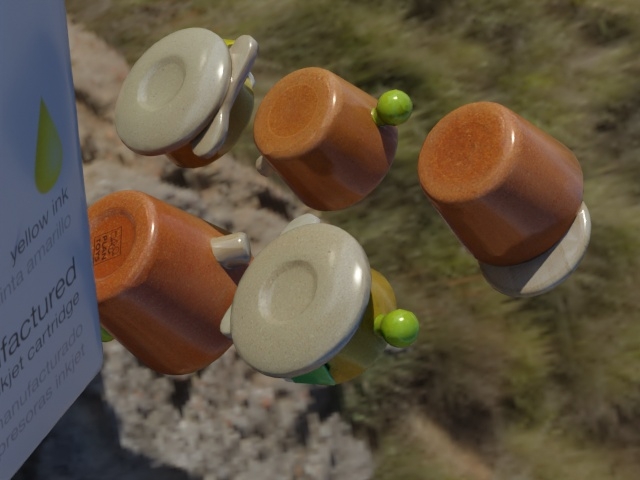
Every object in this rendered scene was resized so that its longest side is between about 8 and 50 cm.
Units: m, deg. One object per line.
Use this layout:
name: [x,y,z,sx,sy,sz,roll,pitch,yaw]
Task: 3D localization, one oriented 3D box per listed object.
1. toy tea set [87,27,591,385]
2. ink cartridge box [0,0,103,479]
toy tea set: [0.000,0.000,0.921,0.124,0.336,0.200,38,73,-45]
ink cartridge box: [-0.214,-0.042,0.509,0.279,0.160,0.384,-53,151,-46]
